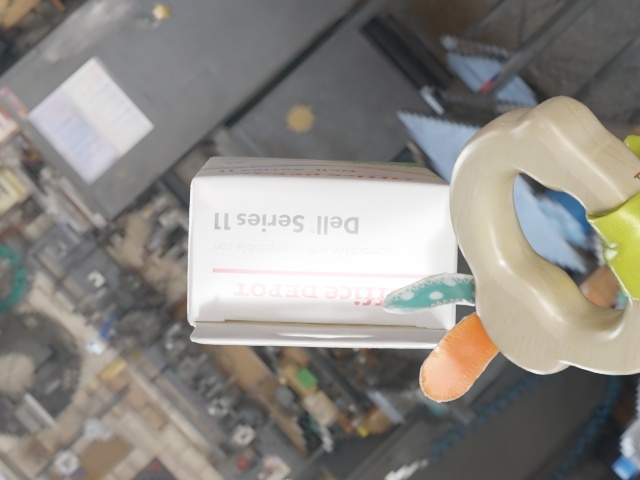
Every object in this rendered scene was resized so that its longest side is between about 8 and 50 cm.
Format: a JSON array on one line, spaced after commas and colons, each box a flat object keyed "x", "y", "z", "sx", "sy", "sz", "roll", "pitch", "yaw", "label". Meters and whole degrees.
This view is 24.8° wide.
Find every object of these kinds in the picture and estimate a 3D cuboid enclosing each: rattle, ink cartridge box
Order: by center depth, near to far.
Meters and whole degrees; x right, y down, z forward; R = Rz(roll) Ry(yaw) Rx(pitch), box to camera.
[{"x": 0.123, "y": -0.007, "z": 0.670, "sx": 0.130, "sy": 0.142, "sz": 0.199, "roll": 33, "pitch": 151, "yaw": 7, "label": "rattle"}, {"x": 0.000, "y": 0.000, "z": 1.179, "sx": 0.353, "sy": 0.207, "sz": 0.119, "roll": -108, "pitch": 19, "yaw": -83, "label": "ink cartridge box"}]

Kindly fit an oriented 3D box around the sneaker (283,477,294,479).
[{"x": -0.040, "y": 0.319, "z": 1.422, "sx": 0.094, "sy": 0.080, "sz": 0.212, "roll": 32, "pitch": -152, "yaw": -1, "label": "sneaker"}]
